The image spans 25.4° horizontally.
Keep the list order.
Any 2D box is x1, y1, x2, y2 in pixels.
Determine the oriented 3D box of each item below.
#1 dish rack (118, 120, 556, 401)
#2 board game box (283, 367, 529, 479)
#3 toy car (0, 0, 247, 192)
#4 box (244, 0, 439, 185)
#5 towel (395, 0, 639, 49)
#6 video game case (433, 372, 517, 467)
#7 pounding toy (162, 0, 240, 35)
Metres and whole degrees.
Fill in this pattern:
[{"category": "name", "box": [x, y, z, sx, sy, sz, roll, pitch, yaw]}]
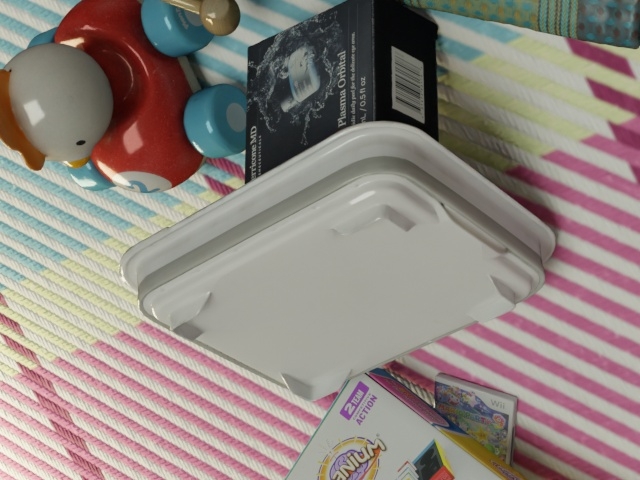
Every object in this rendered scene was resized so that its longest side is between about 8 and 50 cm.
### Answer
[{"category": "dish rack", "box": [0.017, 0.040, 1.264, 0.333, 0.072, 0.285, -28, 138, 30]}, {"category": "board game box", "box": [0.099, 0.306, 1.373, 0.316, 0.064, 0.242, 37, 98, 28]}, {"category": "toy car", "box": [-0.231, -0.122, 1.386, 0.219, 0.238, 0.210, -11, 105, 39]}, {"category": "box", "box": [0.018, -0.114, 1.263, 0.158, 0.093, 0.156, -19, 62, 40]}, {"category": "towel", "box": [0.108, -0.320, 1.182, 0.370, 0.040, 0.271, 17, 121, 27]}, {"category": "video game case", "box": [0.152, 0.198, 1.424, 0.087, 0.011, 0.122, 16, 120, 29]}, {"category": "pounding toy", "box": [-0.152, -0.305, 1.259, 0.269, 0.155, 0.154, 58, 173, -3]}]
